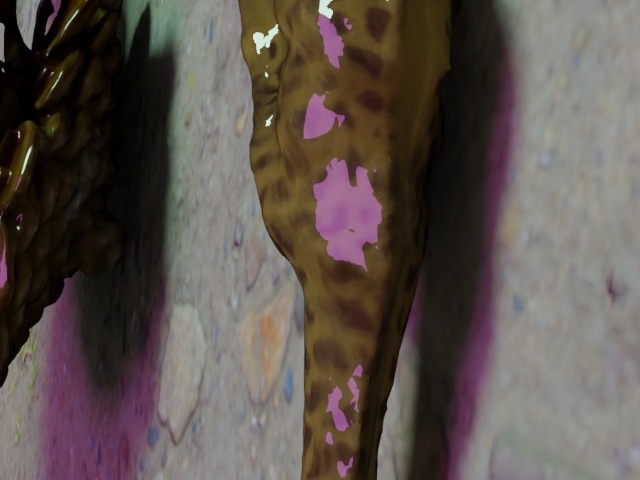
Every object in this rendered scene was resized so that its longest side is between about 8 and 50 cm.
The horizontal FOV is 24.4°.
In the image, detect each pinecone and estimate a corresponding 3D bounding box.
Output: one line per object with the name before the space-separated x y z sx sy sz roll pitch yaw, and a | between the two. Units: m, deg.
pinecone | -0.213 -0.052 0.707 0.264 0.264 0.264 -174 90 -68

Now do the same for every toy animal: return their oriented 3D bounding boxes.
toy animal | 0.003 -0.004 0.419 0.149 0.054 0.275 126 143 -55
